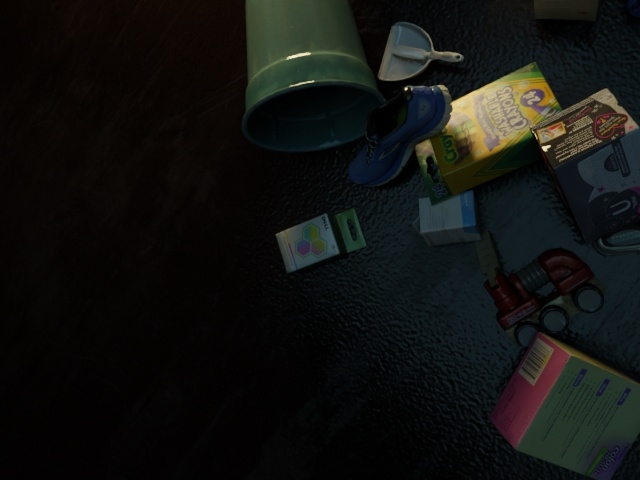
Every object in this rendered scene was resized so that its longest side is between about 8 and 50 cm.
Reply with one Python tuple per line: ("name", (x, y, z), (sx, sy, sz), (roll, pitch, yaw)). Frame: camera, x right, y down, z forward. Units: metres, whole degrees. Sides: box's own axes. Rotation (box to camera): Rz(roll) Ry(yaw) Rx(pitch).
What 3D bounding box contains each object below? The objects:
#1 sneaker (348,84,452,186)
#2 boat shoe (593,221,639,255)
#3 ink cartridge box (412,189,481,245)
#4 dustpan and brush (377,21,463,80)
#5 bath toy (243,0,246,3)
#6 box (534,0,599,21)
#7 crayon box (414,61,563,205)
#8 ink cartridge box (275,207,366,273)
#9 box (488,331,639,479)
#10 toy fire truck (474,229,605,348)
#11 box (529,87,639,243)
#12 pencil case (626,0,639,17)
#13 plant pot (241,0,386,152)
("sneaker", (0.146, -0.244, 1.316), (0.330, 0.147, 0.130), (-48, 46, 47))
("boat shoe", (0.699, -0.036, 1.172), (0.267, 0.088, 0.096), (-15, 83, 21))
("ink cartridge box", (0.289, -0.048, 1.323), (0.143, 0.092, 0.090), (-7, 66, 21))
("dustpan and brush", (0.244, -0.446, 1.382), (0.211, 0.060, 0.147), (17, 94, 22))
("bath toy", (-0.061, -0.722, 1.482), (0.348, 0.151, 0.129), (-33, 115, 15))
("box", (0.526, -0.540, 1.214), (0.130, 0.170, 0.091), (12, 94, 22))
("crayon box", (0.359, -0.234, 1.271), (0.322, 0.083, 0.203), (-24, 49, 20))
("ink cartridge box", (0.000, 0.000, 1.464), (0.209, 0.062, 0.109), (-21, 80, 19))
("box", (0.508, 0.335, 1.159), (0.242, 0.117, 0.214), (24, 99, -15))
("toy fire truck", (0.451, 0.074, 1.252), (0.217, 0.158, 0.246), (-37, 86, 17))
("box", (0.545, -0.138, 1.131), (0.163, 0.247, 0.142), (-27, 42, 19))
("pencil case", (0.673, -0.619, 1.181), (0.119, 0.133, 0.306), (-12, 82, 48))
("plant pot", (-0.037, -0.432, 1.368), (0.341, 0.341, 0.334), (-14, 76, 21))
